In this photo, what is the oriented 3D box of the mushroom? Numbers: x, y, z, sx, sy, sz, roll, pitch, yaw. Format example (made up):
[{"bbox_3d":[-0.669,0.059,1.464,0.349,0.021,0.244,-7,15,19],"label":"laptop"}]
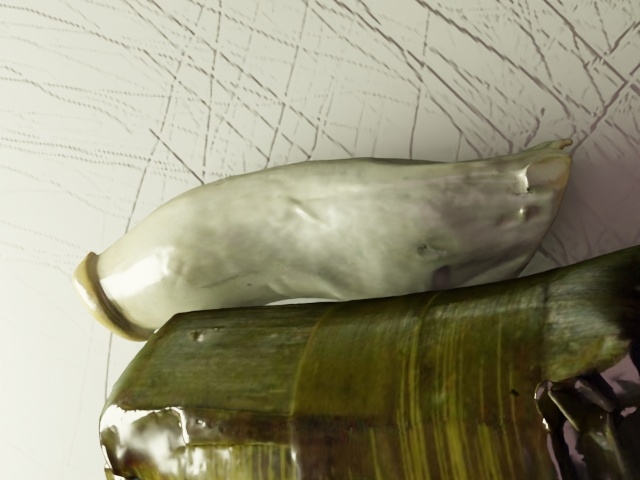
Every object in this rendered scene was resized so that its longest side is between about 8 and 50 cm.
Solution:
[{"bbox_3d":[-0.002,-0.002,1.203,0.351,0.097,0.109,-9,123,18],"label":"mushroom"}]

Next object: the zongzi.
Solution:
[{"bbox_3d":[0.090,0.221,1.168,0.403,0.208,0.432,-6,122,26],"label":"zongzi"}]
